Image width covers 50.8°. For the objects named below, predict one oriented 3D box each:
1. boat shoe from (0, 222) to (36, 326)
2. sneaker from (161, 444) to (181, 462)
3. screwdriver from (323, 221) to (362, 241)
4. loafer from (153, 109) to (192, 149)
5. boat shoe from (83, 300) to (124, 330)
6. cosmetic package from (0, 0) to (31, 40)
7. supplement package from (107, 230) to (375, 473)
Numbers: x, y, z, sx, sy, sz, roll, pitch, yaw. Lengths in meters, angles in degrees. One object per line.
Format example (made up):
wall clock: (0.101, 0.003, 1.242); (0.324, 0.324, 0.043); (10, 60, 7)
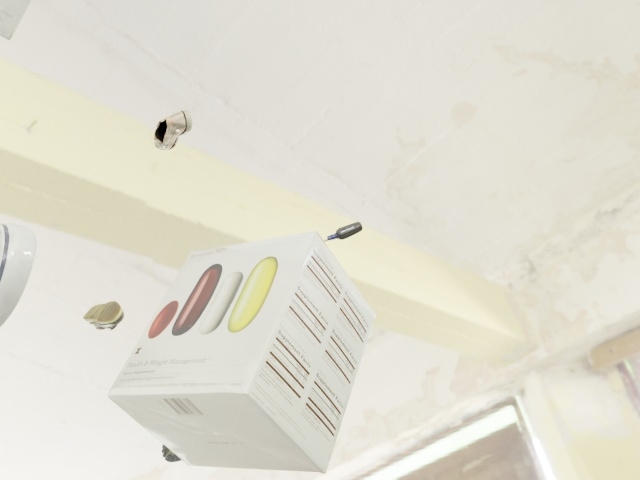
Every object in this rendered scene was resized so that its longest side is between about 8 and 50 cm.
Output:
boat shoe: (-0.499, 0.050, 0.834); (0.367, 0.136, 0.156); (-18, -29, 40)
sneaker: (-0.200, 0.346, 1.154); (0.135, 0.052, 0.058); (-8, -11, 15)
screwdriver: (0.000, 0.000, 1.267); (0.169, 0.024, 0.025); (-18, -76, -9)
loafer: (-0.234, -0.167, 1.020); (0.039, 0.045, 0.125); (-13, -3, -34)
boat shoe: (-0.437, 0.159, 1.390); (0.152, 0.056, 0.049); (-3, -46, 52)
cosmetic package: (-0.395, -0.303, 0.735); (0.117, 0.231, 0.086); (25, -78, -40)
supplement package: (-0.076, 0.121, 0.732); (0.194, 0.203, 0.149); (-10, -49, 33)
